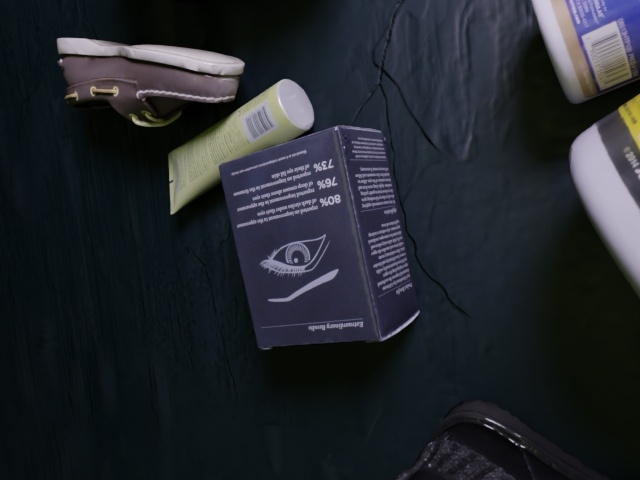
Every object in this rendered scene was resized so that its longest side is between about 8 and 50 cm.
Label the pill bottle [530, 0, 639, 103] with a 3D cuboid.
[{"bbox_3d":[0.255,-0.184,0.354,0.186,0.112,0.112,-19,87,31],"label":"pill bottle"}]

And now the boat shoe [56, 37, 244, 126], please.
[{"bbox_3d":[-0.223,-0.197,0.642,0.324,0.116,0.097,17,111,32],"label":"boat shoe"}]

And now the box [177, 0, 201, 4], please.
[{"bbox_3d":[-0.102,-0.373,0.511,0.270,0.143,0.165,-6,104,31],"label":"box"}]

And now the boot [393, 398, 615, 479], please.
[{"bbox_3d":[0.190,0.285,0.377,0.348,0.260,0.131,25,110,26],"label":"boot"}]

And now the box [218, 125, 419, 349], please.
[{"bbox_3d":[0.000,0.000,0.538,0.153,0.108,0.207,-10,93,32],"label":"box"}]

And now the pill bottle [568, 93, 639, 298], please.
[{"bbox_3d":[0.332,-0.073,0.263,0.334,0.188,0.188,-37,78,36],"label":"pill bottle"}]

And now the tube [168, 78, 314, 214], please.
[{"bbox_3d":[-0.115,-0.115,0.623,0.240,0.070,0.062,-22,116,34],"label":"tube"}]
